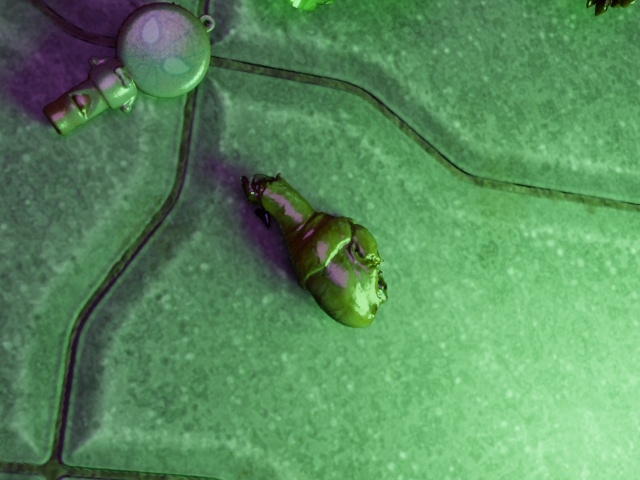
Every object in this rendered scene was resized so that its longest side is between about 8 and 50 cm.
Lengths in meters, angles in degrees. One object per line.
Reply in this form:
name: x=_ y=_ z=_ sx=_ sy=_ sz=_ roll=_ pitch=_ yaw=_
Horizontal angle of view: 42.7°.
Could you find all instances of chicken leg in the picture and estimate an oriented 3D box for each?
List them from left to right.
chicken leg: x=0.000 y=0.000 z=0.957 sx=0.103 sy=0.088 sz=0.228 roll=-37 pitch=89 yaw=-2

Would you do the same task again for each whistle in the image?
whistle: x=-0.213 y=-0.193 z=0.932 sx=0.220 sy=0.057 sz=0.107 roll=-36 pitch=108 yaw=-7

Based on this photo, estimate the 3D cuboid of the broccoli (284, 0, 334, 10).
broccoli: x=0.041 y=-0.380 z=0.910 sx=0.308 sy=0.308 sz=0.275 roll=30 pitch=116 yaw=-9

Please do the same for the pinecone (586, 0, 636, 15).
pinecone: x=0.376 y=-0.412 z=0.966 sx=0.264 sy=0.264 sz=0.264 roll=1 pitch=87 yaw=-12
